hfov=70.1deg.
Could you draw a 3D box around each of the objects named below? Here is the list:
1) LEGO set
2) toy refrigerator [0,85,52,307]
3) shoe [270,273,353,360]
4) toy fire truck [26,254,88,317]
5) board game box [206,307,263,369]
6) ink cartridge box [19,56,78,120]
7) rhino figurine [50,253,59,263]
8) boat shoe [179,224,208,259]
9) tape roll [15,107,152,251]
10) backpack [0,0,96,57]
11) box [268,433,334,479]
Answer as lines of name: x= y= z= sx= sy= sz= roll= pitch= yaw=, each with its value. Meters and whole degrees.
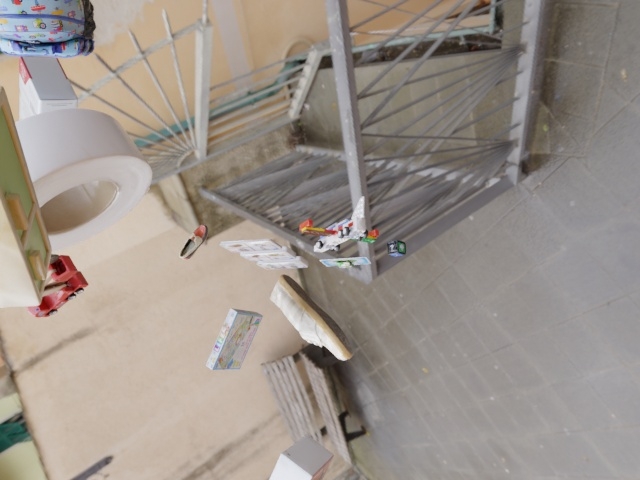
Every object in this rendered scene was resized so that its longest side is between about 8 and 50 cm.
LEGO set: x=0.000 y=0.000 z=0.686 sx=0.182 sy=0.244 sz=0.060 roll=42 pitch=-134 yaw=-68
toy refrigerator: x=-0.390 y=-0.038 z=0.535 sx=0.269 sy=0.094 sz=0.102 roll=109 pitch=154 yaw=-45
shoe: x=-0.021 y=0.154 z=0.869 sx=0.219 sy=0.058 sz=0.076 roll=44 pitch=-175 yaw=33
toy fire truck: x=-0.622 y=0.112 z=1.060 sx=0.047 sy=0.192 sz=0.135 roll=53 pitch=-176 yaw=11
board game box: x=-0.215 y=0.251 z=1.152 sx=0.026 sy=0.154 sz=0.103 roll=23 pitch=179 yaw=34
ink cartridge box: x=-0.577 y=-0.275 z=0.963 sx=0.127 sy=0.072 sz=0.175 roll=57 pitch=137 yaw=17
rhino figurine: x=-0.616 y=0.014 z=0.961 sx=0.106 sy=0.243 sz=0.073 roll=42 pitch=-176 yaw=4
boat shoe: x=-0.423 y=0.004 z=1.523 sx=0.049 sy=0.137 sz=0.043 roll=32 pitch=174 yaw=14
tape roll: x=-0.438 y=-0.091 z=0.776 sx=0.100 sy=0.286 sz=0.286 roll=53 pitch=157 yaw=7
backpack: x=-0.453 y=-0.353 z=0.724 sx=0.173 sy=0.158 sz=0.116 roll=-123 pitch=33 yaw=-63
box: x=-0.060 y=0.584 z=1.100 sx=0.091 sy=0.130 sz=0.170 roll=27 pitch=100 yaw=24
